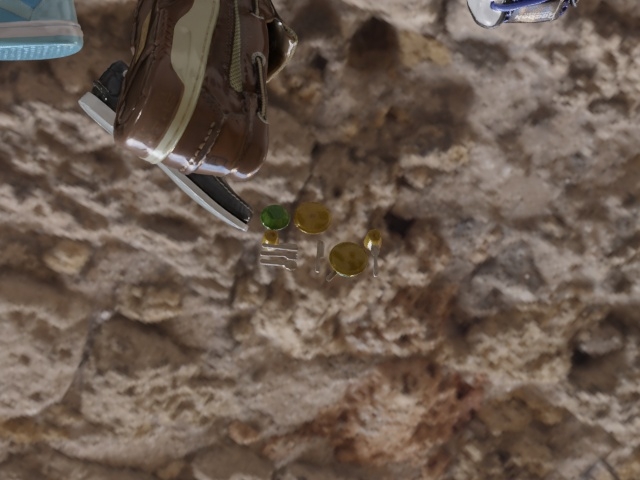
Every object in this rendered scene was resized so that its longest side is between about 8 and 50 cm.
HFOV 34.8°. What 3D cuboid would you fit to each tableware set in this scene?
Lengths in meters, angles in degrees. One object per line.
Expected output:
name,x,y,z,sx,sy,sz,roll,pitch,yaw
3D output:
tableware set,0.000,0.000,1.259,0.154,0.024,0.104,5,-122,-2

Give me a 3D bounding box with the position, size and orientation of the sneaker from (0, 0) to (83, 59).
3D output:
sneaker,-0.522,-0.380,1.520,0.319,0.208,0.127,-4,179,-27

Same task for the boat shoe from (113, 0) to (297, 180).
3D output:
boat shoe,-0.065,-0.131,0.647,0.095,0.095,0.257,23,-135,-21

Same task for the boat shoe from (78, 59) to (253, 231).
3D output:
boat shoe,-0.200,-0.132,1.458,0.302,0.091,0.114,41,172,-20

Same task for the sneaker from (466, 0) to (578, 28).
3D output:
sneaker,0.194,-0.271,0.860,0.127,0.182,0.315,-15,-162,-8
